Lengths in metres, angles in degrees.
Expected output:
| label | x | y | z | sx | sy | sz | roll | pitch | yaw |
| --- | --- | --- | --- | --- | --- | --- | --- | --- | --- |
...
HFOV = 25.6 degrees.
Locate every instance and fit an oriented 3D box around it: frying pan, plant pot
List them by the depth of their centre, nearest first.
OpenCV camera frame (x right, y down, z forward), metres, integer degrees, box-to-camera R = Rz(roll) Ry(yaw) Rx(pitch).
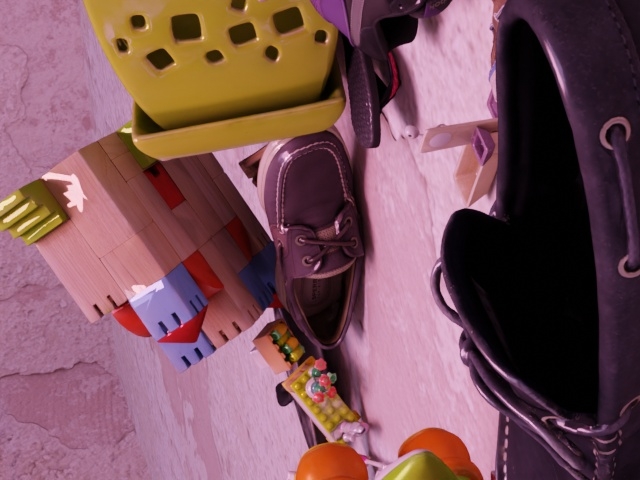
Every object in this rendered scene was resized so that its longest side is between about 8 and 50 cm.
| label | x | y | z | sx | sy | sz | roll | pitch | yaw |
| --- | --- | --- | --- | --- | --- | --- | --- | --- | --- |
| plant pot | -0.090 | -0.205 | 1.287 | 0.227 | 0.228 | 0.207 | -102 | 2 | -63 |
| frying pan | -0.017 | 0.193 | 1.689 | 0.326 | 0.053 | 0.197 | 85 | 169 | -58 |

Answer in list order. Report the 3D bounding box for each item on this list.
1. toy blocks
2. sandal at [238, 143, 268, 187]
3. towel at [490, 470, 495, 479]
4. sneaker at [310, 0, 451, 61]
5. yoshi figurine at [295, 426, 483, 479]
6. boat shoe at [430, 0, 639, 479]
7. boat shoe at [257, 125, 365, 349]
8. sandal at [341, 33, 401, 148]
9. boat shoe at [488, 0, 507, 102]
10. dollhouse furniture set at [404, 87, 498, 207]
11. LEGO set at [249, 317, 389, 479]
| label | x | y | z | sx | sy | sz | roll | pitch | yaw |
| --- | --- | --- | --- | --- | --- | --- | --- | --- | --- |
| toy blocks | -0.157 | 0.010 | 1.466 | 0.261 | 0.191 | 0.381 | 56 | -161 | -5 |
| sandal | -0.034 | -0.075 | 1.542 | 0.079 | 0.088 | 0.240 | 56 | 172 | -5 |
| towel | 0.182 | 0.278 | 1.076 | 0.144 | 0.029 | 0.197 | -149 | 48 | -66 |
| sneaker | 0.069 | -0.236 | 1.024 | 0.124 | 0.107 | 0.283 | 51 | 156 | 10 |
| yoshi figurine | 0.094 | 0.292 | 0.971 | 0.203 | 0.203 | 0.362 | -50 | 26 | 9 |
| boat shoe | 0.144 | 0.037 | 0.793 | 0.500 | 0.156 | 0.187 | 93 | 157 | -48 |
| boat shoe | 0.000 | 0.000 | 1.403 | 0.285 | 0.103 | 0.092 | 90 | 156 | -48 |
| sandal | 0.047 | -0.154 | 1.240 | 0.067 | 0.040 | 0.179 | 103 | 166 | -46 |
| boat shoe | 0.134 | -0.144 | 0.855 | 0.183 | 0.066 | 0.066 | 123 | 135 | -69 |
| dollhouse furniture set | 0.100 | -0.046 | 1.023 | 0.114 | 0.081 | 0.091 | 102 | 152 | -56 |
| LEGO set | 0.012 | 0.222 | 1.488 | 0.107 | 0.132 | 0.287 | 178 | 87 | -66 |
